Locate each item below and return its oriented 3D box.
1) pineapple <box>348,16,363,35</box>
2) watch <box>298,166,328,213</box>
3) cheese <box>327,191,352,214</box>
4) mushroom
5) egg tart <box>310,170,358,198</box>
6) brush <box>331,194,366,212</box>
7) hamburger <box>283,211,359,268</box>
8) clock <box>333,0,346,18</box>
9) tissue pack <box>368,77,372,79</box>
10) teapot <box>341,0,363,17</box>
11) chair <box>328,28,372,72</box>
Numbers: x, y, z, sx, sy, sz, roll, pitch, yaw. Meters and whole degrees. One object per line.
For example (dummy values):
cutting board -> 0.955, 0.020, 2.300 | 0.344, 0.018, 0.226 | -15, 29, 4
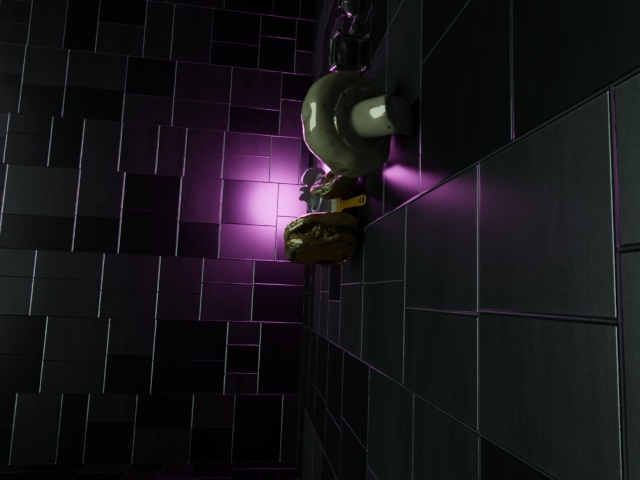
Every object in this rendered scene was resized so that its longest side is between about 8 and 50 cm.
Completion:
pineapple -> 0.150, -0.880, 1.971 | 0.124, 0.058, 0.058 | 140, 133, -70
watch -> 0.006, -0.240, 2.284 | 0.231, 0.195, 0.245 | -170, 87, -75
cheese -> 0.084, -0.181, 2.005 | 0.175, 0.090, 0.203 | -123, 36, -74
mushroom -> 0.120, -0.343, 1.334 | 0.336, 0.314, 0.315 | 3, 90, 56
egg tart -> 0.070, -0.236, 1.859 | 0.098, 0.231, 0.252 | 55, -159, -18
brush -> 0.106, -0.143, 1.826 | 0.272, 0.013, 0.103 | -5, 82, 63
hamburger -> 0.000, 0.000, 1.814 | 0.319, 0.318, 0.158 | 109, 157, -63
clock -> 0.109, -1.295, 2.415 | 0.279, 0.049, 0.274 | -108, 24, -68
tissue pack -> 0.128, -0.512, 1.714 | 0.082, 0.119, 0.170 | 128, 145, -73
teapot -> 0.147, -0.997, 1.984 | 0.092, 0.124, 0.091 | 27, 142, 37
chair -> 0.106, -0.748, 1.885 | 0.270, 0.147, 0.137 | -121, 34, -73
